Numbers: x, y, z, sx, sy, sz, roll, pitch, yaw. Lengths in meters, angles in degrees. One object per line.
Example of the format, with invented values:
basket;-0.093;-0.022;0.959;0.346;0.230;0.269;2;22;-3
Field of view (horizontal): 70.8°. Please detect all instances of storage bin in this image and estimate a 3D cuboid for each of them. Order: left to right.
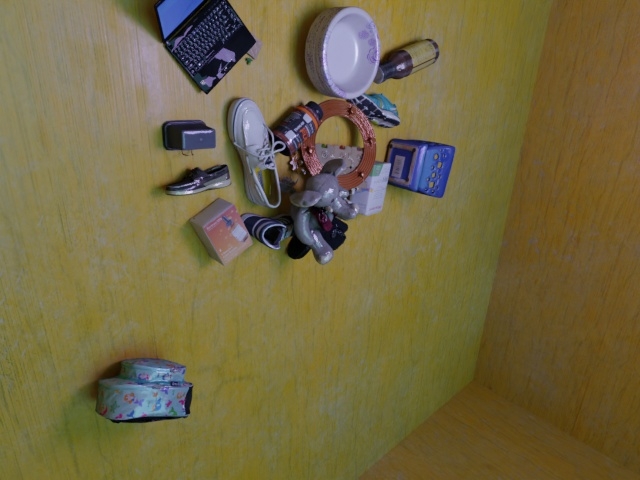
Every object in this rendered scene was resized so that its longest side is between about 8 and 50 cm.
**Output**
storage bin;-0.368;-0.289;1.287;0.135;0.091;0.098;-15;118;-40

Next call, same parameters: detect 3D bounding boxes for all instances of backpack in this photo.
backpack;-0.538;0.457;1.366;0.253;0.225;0.191;5;82;-42

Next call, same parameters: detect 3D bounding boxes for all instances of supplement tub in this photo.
supplement tub;-0.076;-0.386;1.530;0.198;0.106;0.106;-50;136;-17

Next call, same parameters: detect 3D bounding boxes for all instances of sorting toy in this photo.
sorting toy;-0.212;-0.580;1.370;0.062;0.012;0.083;26;85;-53

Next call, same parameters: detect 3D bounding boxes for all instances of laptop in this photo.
laptop;-0.291;-0.570;1.198;0.234;0.136;0.264;-52;130;-14

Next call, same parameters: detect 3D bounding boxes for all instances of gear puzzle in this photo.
gear puzzle;0.031;-0.274;1.696;0.338;0.044;0.176;-2;94;-30

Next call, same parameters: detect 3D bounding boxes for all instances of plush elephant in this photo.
plush elephant;0.013;-0.128;1.528;0.330;0.255;0.272;44;67;-11

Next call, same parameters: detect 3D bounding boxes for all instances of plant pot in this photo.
plant pot;0.415;-0.325;1.977;0.212;0.236;0.236;0;108;-38

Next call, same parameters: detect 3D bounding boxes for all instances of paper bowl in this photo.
paper bowl;0.061;-0.632;1.525;0.284;0.148;0.285;-21;122;-38

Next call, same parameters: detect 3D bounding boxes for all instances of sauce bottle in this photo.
sauce bottle;0.335;-0.713;1.797;0.344;0.111;0.112;-33;129;-32

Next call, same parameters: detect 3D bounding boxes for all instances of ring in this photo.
ring;0.079;-0.354;1.674;0.336;0.032;0.337;-3;95;-30

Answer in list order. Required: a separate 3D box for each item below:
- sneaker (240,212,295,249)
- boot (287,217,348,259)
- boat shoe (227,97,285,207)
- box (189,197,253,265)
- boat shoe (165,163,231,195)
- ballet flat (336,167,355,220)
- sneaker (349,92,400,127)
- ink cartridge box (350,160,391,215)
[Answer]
sneaker;-0.139;-0.033;1.593;0.282;0.153;0.099;1;108;-46
boot;0.000;0.000;1.794;0.207;0.094;0.247;38;79;-46
boat shoe;-0.187;-0.264;1.434;0.135;0.156;0.367;-29;127;-34
box;-0.319;-0.028;1.459;0.130;0.091;0.171;-42;134;-24
boat shoe;-0.367;-0.185;1.352;0.223;0.080;0.074;-21;117;-45
ballet flat;0.100;-0.180;1.830;0.080;0.073;0.233;-11;116;-45
sneaker;0.212;-0.533;1.785;0.275;0.107;0.110;12;72;-44
ink cartridge box;0.207;-0.223;1.885;0.154;0.093;0.213;-19;121;-55
